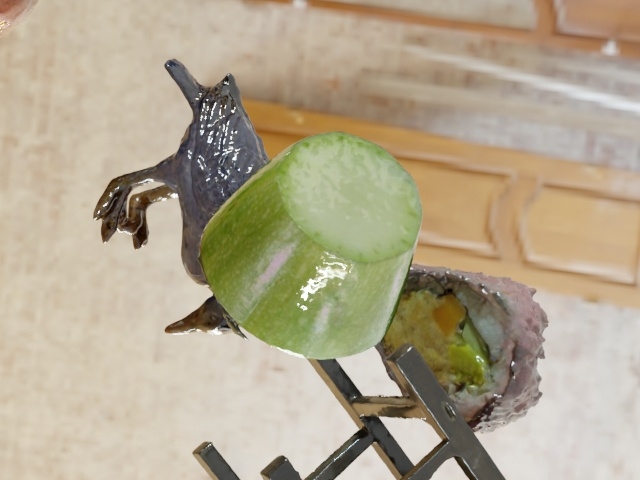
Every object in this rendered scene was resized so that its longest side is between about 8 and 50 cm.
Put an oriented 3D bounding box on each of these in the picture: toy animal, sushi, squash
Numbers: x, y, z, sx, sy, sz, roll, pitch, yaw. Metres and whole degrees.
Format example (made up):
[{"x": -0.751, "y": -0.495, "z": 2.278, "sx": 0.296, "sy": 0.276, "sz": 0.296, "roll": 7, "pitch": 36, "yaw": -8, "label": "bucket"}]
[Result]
[{"x": -0.127, "y": -0.048, "z": 1.776, "sx": 0.122, "sy": 0.185, "sz": 0.298, "roll": 42, "pitch": -130, "yaw": -60, "label": "toy animal"}, {"x": 0.123, "y": 0.108, "z": 1.702, "sx": 0.107, "sy": 0.241, "sz": 0.161, "roll": 3, "pitch": -86, "yaw": -49, "label": "sushi"}, {"x": 0.000, "y": 0.000, "z": 1.306, "sx": 0.123, "sy": 0.170, "sz": 0.170, "roll": 123, "pitch": 159, "yaw": -50, "label": "squash"}]

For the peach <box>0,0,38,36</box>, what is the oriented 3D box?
[{"x": -0.447, "y": -0.347, "z": 1.968, "sx": 0.232, "sy": 0.256, "sz": 0.232, "roll": -28, "pitch": 53, "yaw": 45, "label": "peach"}]

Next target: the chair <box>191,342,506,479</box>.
[{"x": 0.094, "y": 0.318, "z": 1.659, "sx": 0.203, "sy": 0.416, "sz": 0.240, "roll": -41, "pitch": 12, "yaw": -21, "label": "chair"}]
